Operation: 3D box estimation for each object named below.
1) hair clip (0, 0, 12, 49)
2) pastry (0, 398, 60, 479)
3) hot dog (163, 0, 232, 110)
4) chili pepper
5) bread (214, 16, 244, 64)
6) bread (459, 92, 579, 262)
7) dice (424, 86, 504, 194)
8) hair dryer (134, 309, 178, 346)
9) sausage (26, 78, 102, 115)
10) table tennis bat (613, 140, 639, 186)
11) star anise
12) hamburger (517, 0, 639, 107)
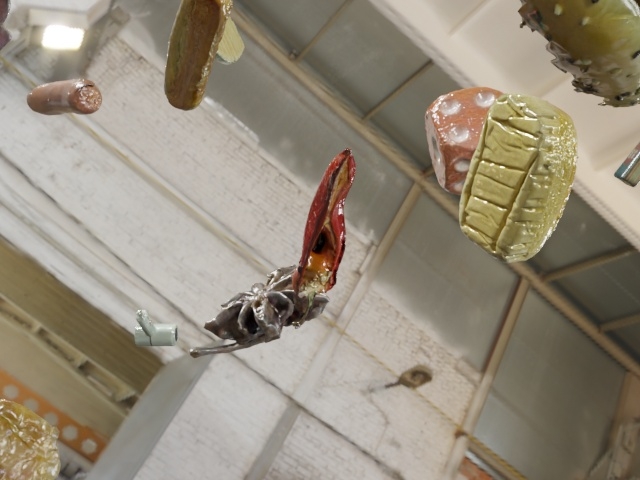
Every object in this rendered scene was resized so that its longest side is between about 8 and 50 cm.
[{"bbox_3d":[-0.349,-0.225,0.640,0.187,0.056,0.146,-24,-53,23],"label":"hair clip"},{"bbox_3d":[-0.376,0.261,0.818,0.081,0.153,0.153,-14,-54,44],"label":"pastry"},{"bbox_3d":[-0.153,-0.243,0.871,0.066,0.047,0.215,38,-35,3],"label":"hot dog"},{"bbox_3d":[0.000,0.000,0.820,0.059,0.050,0.268,-5,-50,-20],"label":"chili pepper"},{"bbox_3d":[-0.184,-0.354,1.140,0.036,0.112,0.193,-9,-43,20],"label":"bread"},{"bbox_3d":[0.288,-0.088,1.018,0.140,0.106,0.236,46,-46,48],"label":"bread"},{"bbox_3d":[0.332,-0.218,1.541,0.179,0.174,0.175,-15,-33,4],"label":"dice"},{"bbox_3d":[-0.338,0.172,1.418,0.082,0.047,0.137,-1,-30,2],"label":"hair dryer"},{"bbox_3d":[-0.292,-0.162,0.811,0.186,0.043,0.043,14,-34,52],"label":"sausage"},{"bbox_3d":[0.438,-0.190,0.801,0.022,0.173,0.301,33,-76,-5],"label":"table tennis bat"},{"bbox_3d":[-0.093,0.117,1.131,0.231,0.209,0.089,-30,-78,10],"label":"star anise"},{"bbox_3d":[0.137,-0.149,0.353,0.113,0.185,0.177,-42,-89,19],"label":"hamburger"}]
